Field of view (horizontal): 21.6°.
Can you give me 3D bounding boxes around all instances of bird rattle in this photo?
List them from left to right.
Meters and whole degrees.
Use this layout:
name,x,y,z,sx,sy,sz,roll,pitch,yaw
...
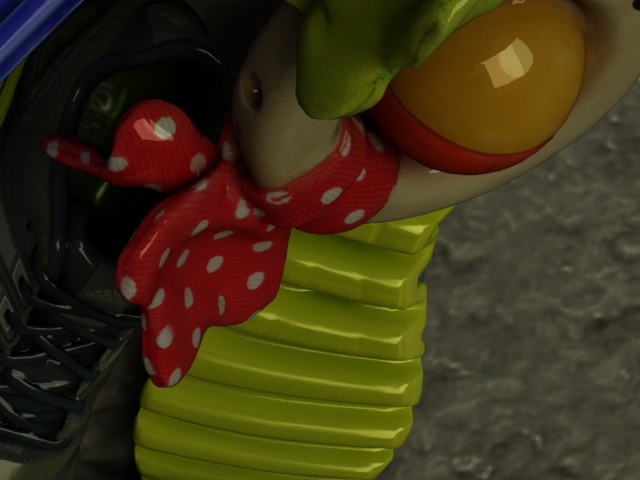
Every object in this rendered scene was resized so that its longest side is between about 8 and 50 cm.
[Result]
name,x,y,z,sx,sy,sz,roll,pitch,yaw
bird rattle,0.028,-0.049,0.591,0.207,0.143,0.253,-7,140,-27

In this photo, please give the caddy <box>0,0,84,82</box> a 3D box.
name,x,y,z,sx,sy,sz,roll,pitch,yaw
caddy,-0.196,-0.148,0.611,0.341,0.179,0.241,-43,103,3

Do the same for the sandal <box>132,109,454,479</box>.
name,x,y,z,sx,sy,sz,roll,pitch,yaw
sandal,0.000,0.000,0.780,0.126,0.138,0.317,19,117,-11

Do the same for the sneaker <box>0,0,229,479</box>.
name,x,y,z,sx,sy,sz,roll,pitch,yaw
sneaker,-0.120,0.021,0.728,0.111,0.121,0.300,12,99,-28
